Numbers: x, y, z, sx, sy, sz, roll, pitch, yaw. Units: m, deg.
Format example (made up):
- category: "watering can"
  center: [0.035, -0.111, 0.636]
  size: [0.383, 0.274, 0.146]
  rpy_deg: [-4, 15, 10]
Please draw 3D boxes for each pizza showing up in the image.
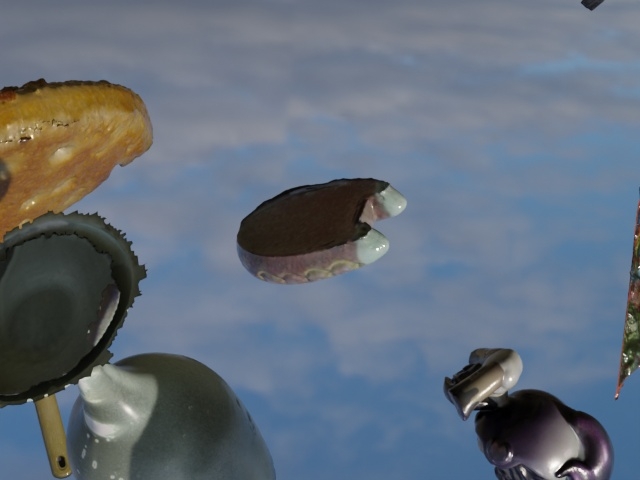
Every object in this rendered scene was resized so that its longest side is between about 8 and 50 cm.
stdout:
- category: "pizza"
  center: [-0.334, -0.071, 1.360]
  size: [0.409, 0.278, 0.114]
  rpy_deg: [-22, -106, -42]

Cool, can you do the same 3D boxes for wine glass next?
- category: "wine glass"
  center: [-0.133, 0.120, 0.940]
  size: [0.143, 0.321, 0.143]
  rpy_deg: [-9, -127, 13]

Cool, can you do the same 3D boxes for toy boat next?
- category: "toy boat"
  center: [0.000, 0.000, 1.674]
  size: [0.227, 0.085, 0.155]
  rpy_deg: [-8, -140, 29]

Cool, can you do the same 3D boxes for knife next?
- category: "knife"
  center: [-0.320, 0.125, 1.522]
  size: [0.047, 0.298, 0.017]
  rpy_deg: [-15, -179, -12]

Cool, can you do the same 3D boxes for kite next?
- category: "kite"
  center: [0.296, 0.036, 1.102]
  size: [0.232, 0.189, 0.009]
  rpy_deg: [-34, -166, -29]

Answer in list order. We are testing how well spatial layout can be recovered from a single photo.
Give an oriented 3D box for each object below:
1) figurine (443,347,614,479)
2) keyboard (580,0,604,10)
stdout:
- category: "figurine"
  center: [0.257, 0.228, 1.616]
  size: [0.145, 0.222, 0.145]
  rpy_deg: [-37, -173, 5]
- category: "keyboard"
  center: [0.314, -0.290, 1.325]
  size: [0.018, 0.101, 0.310]
  rpy_deg: [47, -152, -3]
